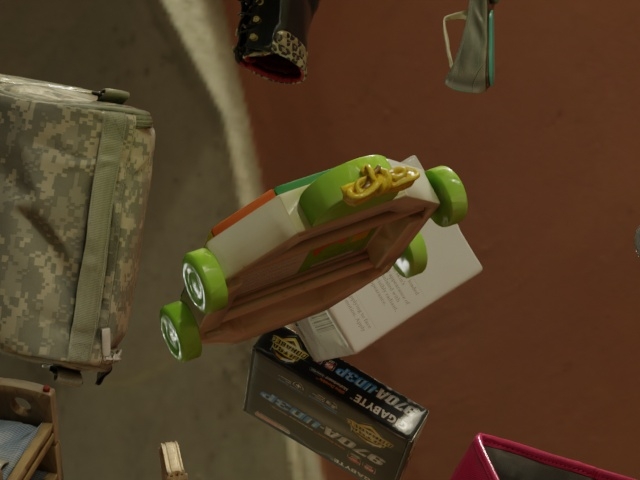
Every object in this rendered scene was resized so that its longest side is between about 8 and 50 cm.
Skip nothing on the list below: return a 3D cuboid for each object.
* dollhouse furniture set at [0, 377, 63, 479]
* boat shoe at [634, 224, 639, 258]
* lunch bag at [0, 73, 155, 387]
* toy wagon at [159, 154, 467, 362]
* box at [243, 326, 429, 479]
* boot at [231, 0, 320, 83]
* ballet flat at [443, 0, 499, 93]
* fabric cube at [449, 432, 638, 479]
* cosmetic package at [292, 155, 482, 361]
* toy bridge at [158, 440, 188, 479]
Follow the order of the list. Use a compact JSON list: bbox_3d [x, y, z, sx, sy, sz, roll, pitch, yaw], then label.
[{"bbox_3d":[-0.351,0.205,1.372,0.183,0.129,0.129,9,-57,11],"label":"dollhouse furniture set"},{"bbox_3d":[0.301,0.045,1.197,0.049,0.040,0.142,-31,-103,18],"label":"boat shoe"},{"bbox_3d":[-0.292,-0.018,1.580,0.256,0.212,0.305,16,-82,54],"label":"lunch bag"},{"bbox_3d":[0.000,0.000,1.322,0.068,0.267,0.344,63,-25,17],"label":"toy wagon"},{"bbox_3d":[0.015,0.205,1.797,0.220,0.051,0.175,30,-30,11],"label":"box"},{"bbox_3d":[-0.090,-0.315,1.835,0.085,0.236,0.179,-20,-127,45],"label":"boot"},{"bbox_3d":[0.181,-0.279,1.756,0.068,0.072,0.213,5,-102,14],"label":"ballet flat"},{"bbox_3d":[0.198,0.347,1.155,0.258,0.259,0.254,-61,-155,20],"label":"fabric cube"},{"bbox_3d":[0.049,0.023,1.662,0.151,0.183,0.151,59,-19,-2],"label":"cosmetic package"},{"bbox_3d":[-0.169,0.261,1.685,0.188,0.026,0.063,145,-62,-80],"label":"toy bridge"}]
